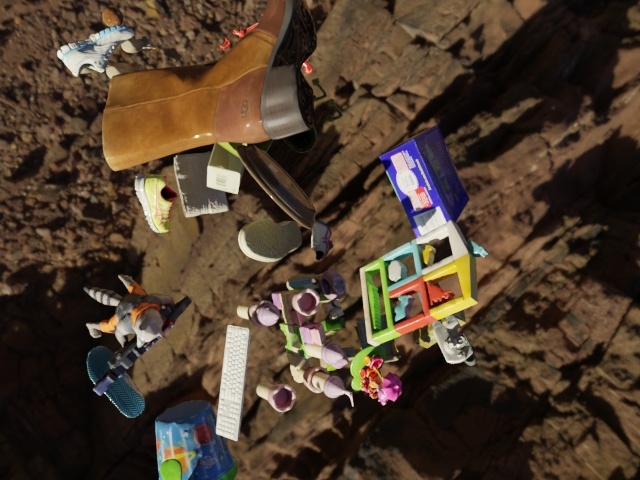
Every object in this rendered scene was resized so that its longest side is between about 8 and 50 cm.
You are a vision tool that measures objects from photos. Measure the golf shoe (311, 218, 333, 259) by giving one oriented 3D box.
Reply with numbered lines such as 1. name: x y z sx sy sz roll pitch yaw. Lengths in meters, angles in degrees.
1. golf shoe: 0.000 0.000 1.994 0.086 0.067 0.186 -55 149 -28

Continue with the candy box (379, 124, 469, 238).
1. candy box: 0.320 -0.181 1.601 0.122 0.268 0.317 -22 -173 30

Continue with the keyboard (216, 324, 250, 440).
1. keyboard: -0.206 0.331 1.266 0.014 0.072 0.256 14 81 -58

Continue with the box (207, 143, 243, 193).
1. box: -0.332 -0.351 2.047 0.148 0.121 0.311 113 -12 -59

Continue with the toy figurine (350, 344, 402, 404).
1. toy figurine: 0.178 0.437 1.653 0.130 0.159 0.173 7 112 -32

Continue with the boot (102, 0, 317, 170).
1. boot: -0.147 -0.227 0.722 0.280 0.264 0.096 -7 162 17

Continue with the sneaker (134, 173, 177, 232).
1. sneaker: -0.429 -0.098 1.463 0.094 0.081 0.208 -10 142 -4

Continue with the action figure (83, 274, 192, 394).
1. action figure: -0.544 0.230 1.475 0.341 0.330 0.178 -52 127 -29

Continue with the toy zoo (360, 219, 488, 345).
1. toy zoo: 0.211 0.081 1.120 0.293 0.192 0.030 -30 135 32

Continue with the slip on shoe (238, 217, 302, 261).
1. slip on shoe: -0.153 0.001 1.535 0.101 0.123 0.331 -13 -179 18

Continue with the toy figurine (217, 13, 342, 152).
1. toy figurine: -0.117 -0.430 1.527 0.191 0.362 0.217 -42 -167 2

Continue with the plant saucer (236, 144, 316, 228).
1. plant saucer: -0.103 -0.143 1.367 0.041 0.278 0.278 -42 157 10

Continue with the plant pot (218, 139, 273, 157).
1. plant pot: -0.306 -0.430 1.761 0.275 0.293 0.275 23 90 -82

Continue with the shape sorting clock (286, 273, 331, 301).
1. shape sorting clock: -0.019 0.170 1.934 0.206 0.206 0.040 97 6 -56

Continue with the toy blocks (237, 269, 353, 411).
1. toy blocks: -0.007 0.247 1.358 0.309 0.289 0.260 -17 -174 -31

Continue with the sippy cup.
1. sippy cup: -0.380 0.602 1.586 0.240 0.224 0.305 -13 -176 -30

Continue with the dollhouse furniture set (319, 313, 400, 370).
1. dollhouse furniture set: 0.142 0.416 2.190 0.301 0.198 0.151 -4 161 -20

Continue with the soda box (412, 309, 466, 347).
1. soda box: 0.368 0.265 1.688 0.058 0.061 0.181 25 132 -21

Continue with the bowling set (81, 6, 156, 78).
1. bowling set: -0.546 -0.548 1.528 0.154 0.287 0.200 -64 171 -66

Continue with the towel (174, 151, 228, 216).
1. towel: -0.499 -0.238 2.249 0.187 0.282 0.049 -11 162 -22

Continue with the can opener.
1. can opener: 0.331 0.216 1.472 0.074 0.280 0.093 -25 143 6

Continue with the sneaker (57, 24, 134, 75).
1. sneaker: -0.541 -0.465 1.338 0.190 0.083 0.071 -31 -174 -13

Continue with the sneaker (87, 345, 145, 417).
1. sneaker: -0.588 0.406 1.545 0.087 0.229 0.092 -34 178 -22
